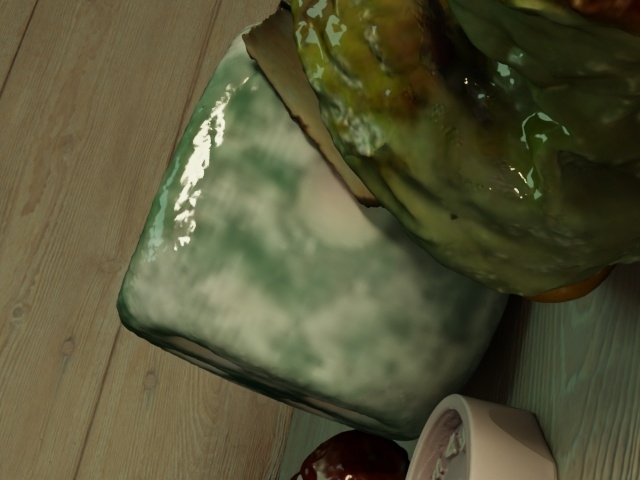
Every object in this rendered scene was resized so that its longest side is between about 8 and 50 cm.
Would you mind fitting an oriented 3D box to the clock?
[{"bbox_3d":[0.115,0.224,0.736,0.197,0.068,0.196,-166,90,-85],"label":"clock"}]

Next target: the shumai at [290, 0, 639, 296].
[{"bbox_3d":[0.146,-0.144,0.411,0.304,0.309,0.263,-31,3,-11],"label":"shumai"}]

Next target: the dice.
[{"bbox_3d":[0.000,0.000,0.967,0.348,0.328,0.330,135,158,-74],"label":"dice"}]

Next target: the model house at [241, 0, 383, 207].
[{"bbox_3d":[0.066,-0.145,0.749,0.172,0.182,0.166,-36,12,-14],"label":"model house"}]

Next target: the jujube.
[{"bbox_3d":[0.021,0.312,1.061,0.155,0.155,0.230,-82,10,-51],"label":"jujube"}]

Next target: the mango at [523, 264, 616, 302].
[{"bbox_3d":[0.169,-0.054,0.652,0.262,0.109,0.157,-60,-40,-54],"label":"mango"}]
